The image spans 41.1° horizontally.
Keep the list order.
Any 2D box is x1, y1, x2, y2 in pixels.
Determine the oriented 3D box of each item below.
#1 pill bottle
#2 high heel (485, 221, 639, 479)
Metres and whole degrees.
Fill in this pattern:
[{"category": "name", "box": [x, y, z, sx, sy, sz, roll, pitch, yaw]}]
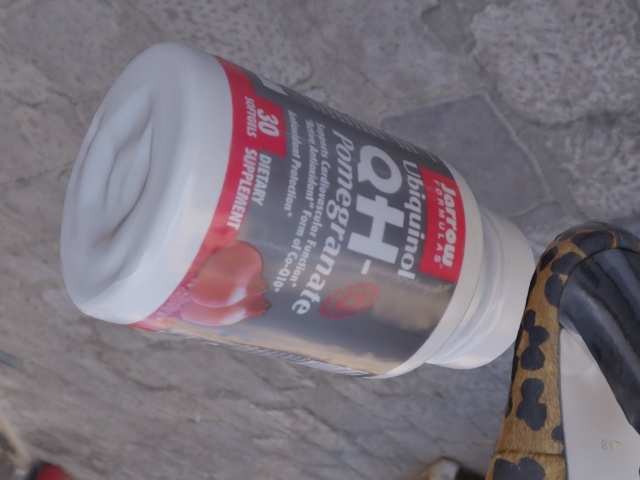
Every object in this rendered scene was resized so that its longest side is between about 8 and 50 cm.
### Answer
[{"category": "pill bottle", "box": [0.000, 0.000, 0.599, 0.318, 0.177, 0.176, 18, 156, -35]}, {"category": "high heel", "box": [0.115, 0.125, 0.436, 0.093, 0.186, 0.261, 15, 117, -5]}]
